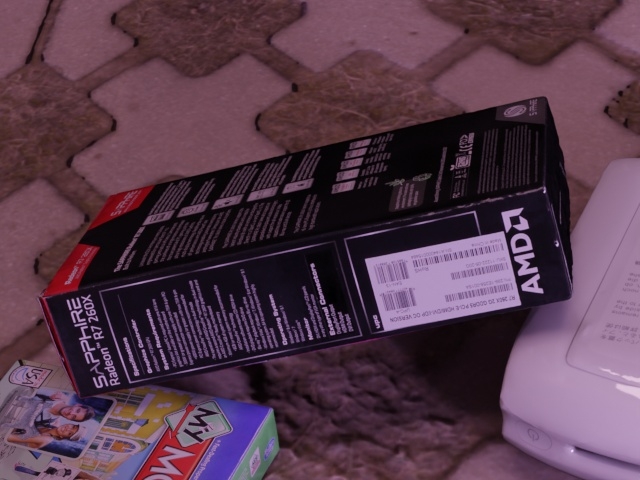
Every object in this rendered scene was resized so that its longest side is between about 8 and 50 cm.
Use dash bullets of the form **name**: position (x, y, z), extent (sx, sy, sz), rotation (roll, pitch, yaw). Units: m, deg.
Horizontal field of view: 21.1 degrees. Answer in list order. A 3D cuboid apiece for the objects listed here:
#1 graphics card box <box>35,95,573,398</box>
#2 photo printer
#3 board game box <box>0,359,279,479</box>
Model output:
- **graphics card box**: position (0.000, 0.000, 1.286), extent (0.371, 0.094, 0.233), rotation (-13, 18, 11)
- **photo printer**: position (0.281, 0.069, 1.240), extent (0.256, 0.107, 0.307), rotation (10, 38, 22)
- **board game box**: position (-0.186, 0.209, 1.159), extent (0.213, 0.046, 0.317), rotation (8, 37, 20)
